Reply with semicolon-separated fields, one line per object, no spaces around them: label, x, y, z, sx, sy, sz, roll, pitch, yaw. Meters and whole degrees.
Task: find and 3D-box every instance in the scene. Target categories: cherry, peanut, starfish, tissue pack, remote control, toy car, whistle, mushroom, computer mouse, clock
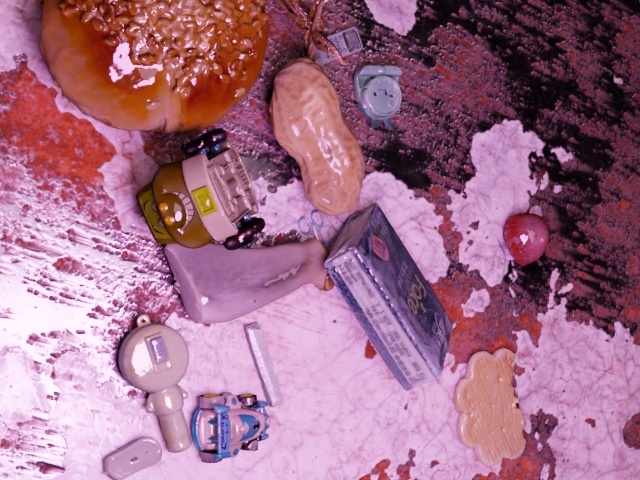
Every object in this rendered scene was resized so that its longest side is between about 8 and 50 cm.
cherry;0.453;-0.055;2.091;0.107;0.090;0.225;3;87;-25
peanut;-0.005;-0.195;1.832;0.149;0.149;0.313;-33;108;-25
starfish;-0.022;-0.404;1.826;0.057;0.213;0.238;-34;140;-17
tissue pack;0.137;0.108;1.863;0.315;0.103;0.228;57;26;-15
remote control;0.028;-0.390;1.917;0.124;0.018;0.053;-24;99;-26
toy car;-0.150;0.346;1.754;0.162;0.098;0.126;2;88;-33
whistle;-0.285;0.256;1.708;0.126;0.067;0.258;-18;99;-28
toy car;-0.228;-0.068;1.673;0.198;0.248;0.204;-20;99;12
mushroom;-0.119;0.056;1.770;0.329;0.122;0.159;-11;104;-28
computer mouse;-0.337;0.389;1.696;0.110;0.032;0.055;-25;99;-16
clock;0.123;-0.291;1.951;0.101;0.041;0.135;-6;91;-28

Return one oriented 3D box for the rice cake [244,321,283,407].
rice cake;-0.108;0.237;1.822;0.033;0.029;0.170;-20;97;-20

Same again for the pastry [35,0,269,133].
pastry;-0.277;-0.374;1.629;0.410;0.245;0.409;2;86;-26

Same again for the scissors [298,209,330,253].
scissors;0.000;0.000;1.893;0.058;0.014;0.119;-30;99;-24

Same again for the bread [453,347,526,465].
bread;0.362;0.361;2.061;0.182;0.039;0.250;-9;93;-27
